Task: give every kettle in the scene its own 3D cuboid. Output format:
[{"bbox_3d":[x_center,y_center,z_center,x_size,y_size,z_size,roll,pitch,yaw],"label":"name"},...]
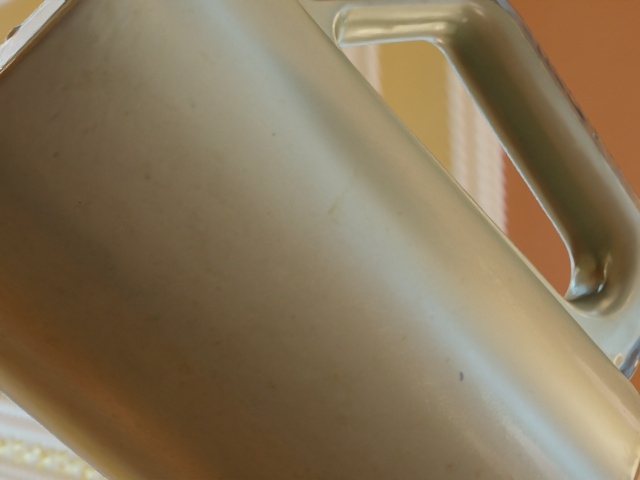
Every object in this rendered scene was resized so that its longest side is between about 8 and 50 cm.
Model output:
[{"bbox_3d":[0.000,0.000,0.877,0.377,0.361,0.250,46,-31,-13],"label":"kettle"}]
